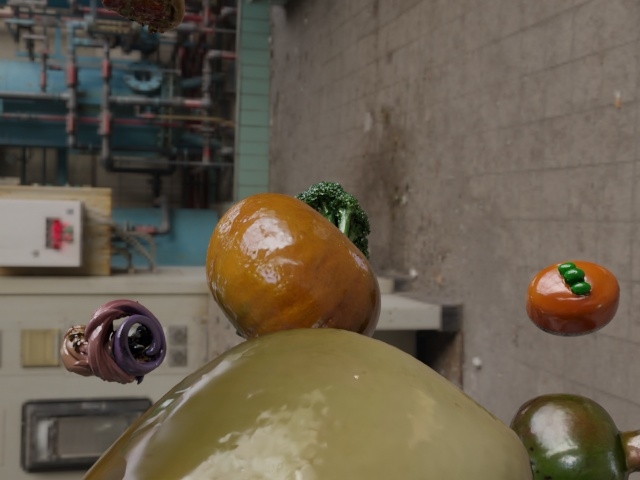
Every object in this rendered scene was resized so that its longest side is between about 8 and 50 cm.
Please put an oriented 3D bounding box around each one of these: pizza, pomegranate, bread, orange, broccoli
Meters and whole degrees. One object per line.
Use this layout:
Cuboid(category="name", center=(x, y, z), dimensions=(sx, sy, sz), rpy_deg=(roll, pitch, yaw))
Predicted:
Cuboid(category="pizza", center=(-0.171, -0.225, 0.832), dimensions=(0.099, 0.100, 0.029), rpy_deg=(61, -138, -72))
Cuboid(category="pomegranate", center=(0.358, 0.285, 1.118), dimensions=(0.181, 0.224, 0.182), rpy_deg=(-12, -90, -78))
Cuboid(category="bread", center=(-0.054, 0.238, 0.581), dimensions=(0.348, 0.376, 0.253), rpy_deg=(-14, 117, 49))
Cuboid(category="orange", center=(-0.035, 0.056, 1.018), dimensions=(0.171, 0.240, 0.240), rpy_deg=(-47, 15, -5))
Cuboid(category="broccoli", center=(0.000, 0.000, 1.392), dimensions=(0.156, 0.195, 0.196), rpy_deg=(-108, 24, -55))

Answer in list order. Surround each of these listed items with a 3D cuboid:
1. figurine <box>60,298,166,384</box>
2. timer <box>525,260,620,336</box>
Cuboid(category="figurine", center=(-0.307, 0.153, 1.196), dimensions=(0.114, 0.156, 0.126), rpy_deg=(-82, -28, -60))
Cuboid(category="timer", center=(0.356, 0.074, 1.197), dimensions=(0.136, 0.136, 0.099), rpy_deg=(105, 161, -44))
